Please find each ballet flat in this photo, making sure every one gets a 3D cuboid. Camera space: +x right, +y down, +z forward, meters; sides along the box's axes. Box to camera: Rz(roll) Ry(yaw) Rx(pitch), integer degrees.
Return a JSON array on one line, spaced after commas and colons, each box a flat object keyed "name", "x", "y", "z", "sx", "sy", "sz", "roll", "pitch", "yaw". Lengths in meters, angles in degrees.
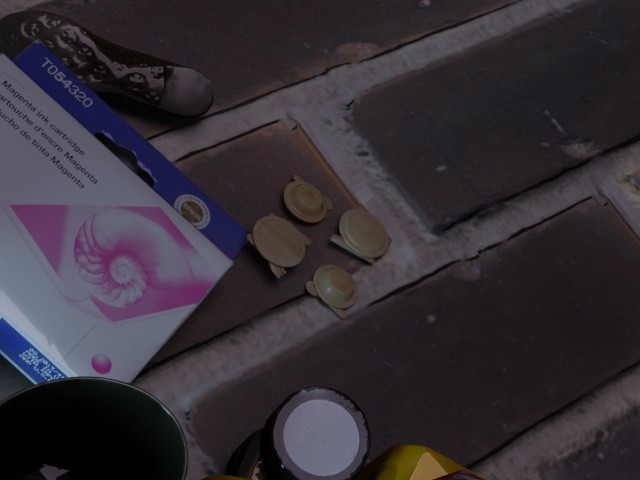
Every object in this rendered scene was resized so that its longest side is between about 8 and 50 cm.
[{"name": "ballet flat", "x": -0.238, "y": -0.189, "z": 1.837, "sx": 0.249, "sy": 0.058, "sz": 0.084, "roll": 15, "pitch": 88, "yaw": -9}]

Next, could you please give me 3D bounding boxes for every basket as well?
[{"name": "basket", "x": -0.240, "y": 0.241, "z": 1.420, "sx": 0.204, "sy": 0.227, "sz": 0.154, "roll": -21, "pitch": 68, "yaw": -35}]

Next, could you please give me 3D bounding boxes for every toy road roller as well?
[{"name": "toy road roller", "x": 0.028, "y": 0.308, "z": 1.532, "sx": 0.329, "sy": 0.202, "sz": 0.241, "roll": 27, "pitch": 65, "yaw": -6}]

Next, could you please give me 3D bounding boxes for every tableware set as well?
[{"name": "tableware set", "x": 0.000, "y": 0.000, "z": 1.834, "sx": 0.141, "sy": 0.020, "sz": 0.169, "roll": 37, "pitch": 45, "yaw": -5}]

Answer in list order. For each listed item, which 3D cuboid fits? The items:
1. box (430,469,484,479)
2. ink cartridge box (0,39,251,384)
[{"name": "box", "x": 0.120, "y": 0.336, "z": 1.386, "sx": 0.122, "sy": 0.128, "sz": 0.257, "roll": -17, "pitch": 95, "yaw": -12}, {"name": "ink cartridge box", "x": -0.253, "y": -0.030, "z": 1.674, "sx": 0.324, "sy": 0.071, "sz": 0.330, "roll": 42, "pitch": 49, "yaw": -4}]
